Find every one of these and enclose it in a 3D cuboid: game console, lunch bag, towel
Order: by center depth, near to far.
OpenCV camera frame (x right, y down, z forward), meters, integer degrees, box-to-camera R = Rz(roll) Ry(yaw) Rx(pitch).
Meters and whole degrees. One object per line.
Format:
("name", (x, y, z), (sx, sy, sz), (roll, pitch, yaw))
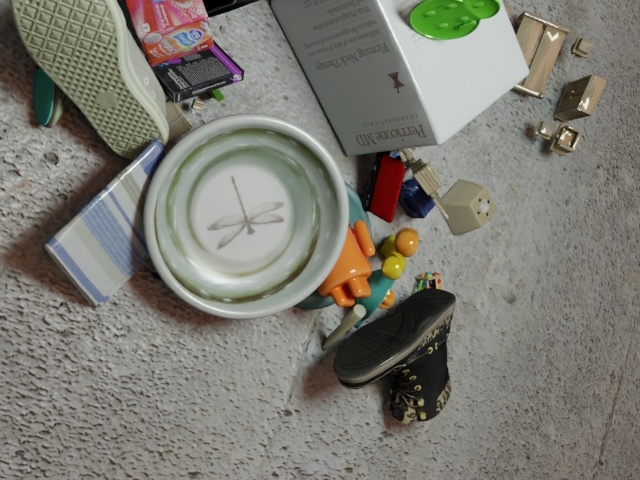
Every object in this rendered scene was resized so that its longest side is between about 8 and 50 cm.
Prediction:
("towel", (-0.363, -0.029, 1.349), (0.285, 0.034, 0.209), (-51, 150, -21))
("game console", (0.158, -0.129, 1.676), (0.124, 0.085, 0.144), (-34, 140, -64))
("lunch bag", (0.230, -0.102, 1.788), (0.065, 0.067, 0.098), (-49, 115, -23))

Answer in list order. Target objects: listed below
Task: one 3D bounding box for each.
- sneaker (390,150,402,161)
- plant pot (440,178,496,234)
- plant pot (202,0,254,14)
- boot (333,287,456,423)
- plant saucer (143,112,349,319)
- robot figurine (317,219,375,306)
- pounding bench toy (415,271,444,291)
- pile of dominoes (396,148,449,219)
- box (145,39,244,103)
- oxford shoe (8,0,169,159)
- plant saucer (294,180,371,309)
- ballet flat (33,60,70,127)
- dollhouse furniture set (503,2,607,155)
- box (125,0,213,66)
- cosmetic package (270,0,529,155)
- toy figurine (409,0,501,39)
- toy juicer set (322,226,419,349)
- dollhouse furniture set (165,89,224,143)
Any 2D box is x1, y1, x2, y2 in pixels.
("sneaker", (0.174, -0.155, 1.753), (0.052, 0.058, 0.135), (2, 92, -34))
("plant pot", (0.384, -0.085, 1.878), (0.109, 0.096, 0.109), (-44, 115, -24))
("plant pot", (-0.180, -0.541, 1.430), (0.167, 0.187, 0.188), (-20, 103, -45))
("boot", (0.188, 0.307, 1.694), (0.377, 0.138, 0.284), (-33, 127, -40))
("plant saucer", (-0.146, -0.049, 1.428), (0.400, 0.100, 0.400), (-5, 105, -18))
("robot figurine", (0.026, 0.033, 1.546), (0.128, 0.158, 0.219), (-15, 72, -31))
("pounding bench toy", (0.264, 0.115, 1.831), (0.083, 0.052, 0.065), (-11, 98, -33))
("pile of dominoes", (0.239, -0.166, 1.685), (0.040, 0.251, 0.196), (-35, 107, 14))
("box", (-0.248, -0.334, 1.432), (0.162, 0.116, 0.029), (-25, 150, -31))
("oxford shoe", (-0.381, -0.325, 1.237), (0.449, 0.169, 0.130), (69, 13, -52))
("plant saucer", (0.000, 0.000, 1.652), (0.317, 0.043, 0.318), (-2, 93, -35))
("ballet flat", (-0.474, -0.313, 1.300), (0.079, 0.077, 0.221), (-17, 102, -53))
("dollhouse furniture set", (0.575, -0.440, 2.030), (0.355, 0.174, 0.303), (22, 92, -4))
("box", (-0.293, -0.463, 1.309), (0.128, 0.122, 0.257), (-19, 80, -6))
("cosmetic package", (0.174, -0.439, 1.576), (0.327, 0.329, 0.394), (-39, 112, -27))
("toy figurine", (0.253, -0.480, 1.347), (0.130, 0.173, 0.159), (24, 66, -44))
("toy juicer set", (0.138, 0.114, 1.649), (0.089, 0.209, 0.329), (35, 71, -3))
("dollhouse furniture set", (-0.271, -0.268, 1.464), (0.151, 0.058, 0.076), (-35, 120, -8))
